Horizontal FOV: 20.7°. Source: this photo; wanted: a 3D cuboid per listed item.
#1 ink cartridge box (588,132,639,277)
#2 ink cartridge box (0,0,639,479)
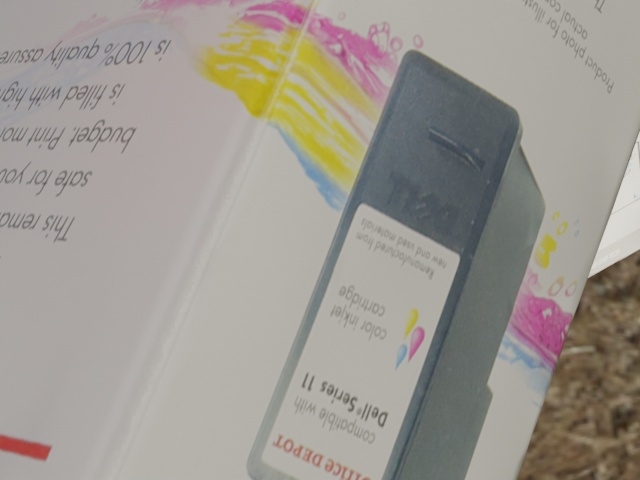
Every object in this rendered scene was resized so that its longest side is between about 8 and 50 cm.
[{"bbox_3d":[0.000,0.000,0.726,0.296,0.261,0.066,-29,68,-1],"label":"ink cartridge box"},{"bbox_3d":[-0.048,0.010,0.456,0.207,0.119,0.353,4,65,48],"label":"ink cartridge box"}]
